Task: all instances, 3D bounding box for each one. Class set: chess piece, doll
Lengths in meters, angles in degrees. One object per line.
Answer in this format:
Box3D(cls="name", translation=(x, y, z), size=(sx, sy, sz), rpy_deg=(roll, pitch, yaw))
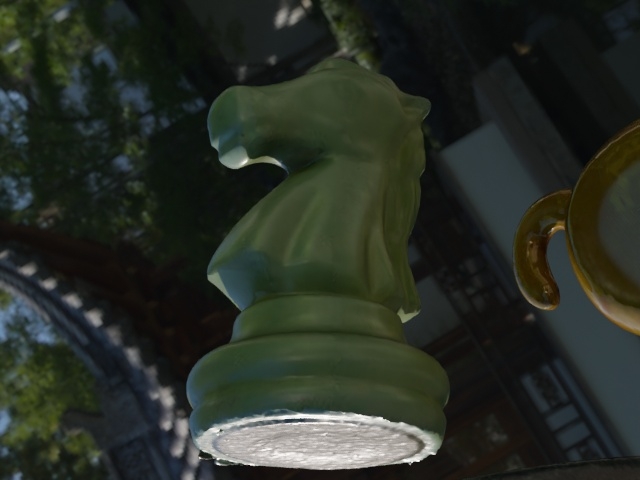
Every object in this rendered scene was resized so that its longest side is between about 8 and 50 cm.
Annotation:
Box3D(cls="chess piece", translation=(0.000, 0.000, 0.751), size=(0.176, 0.176, 0.298), rpy_deg=(52, -144, -60))
Box3D(cls="doll", translation=(0.300, 0.005, 0.787), size=(0.270, 0.166, 0.162), rpy_deg=(15, -176, -21))

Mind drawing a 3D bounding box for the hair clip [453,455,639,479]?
Box3D(cls="hair clip", translation=(0.072, 0.105, 0.391), size=(0.070, 0.229, 0.039), rpy_deg=(104, 153, -48))
